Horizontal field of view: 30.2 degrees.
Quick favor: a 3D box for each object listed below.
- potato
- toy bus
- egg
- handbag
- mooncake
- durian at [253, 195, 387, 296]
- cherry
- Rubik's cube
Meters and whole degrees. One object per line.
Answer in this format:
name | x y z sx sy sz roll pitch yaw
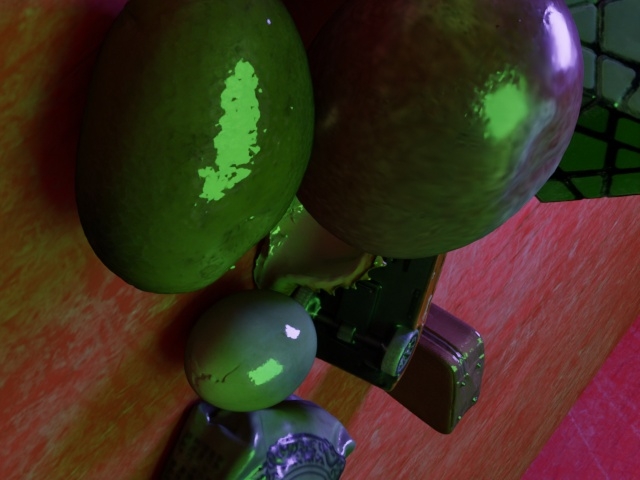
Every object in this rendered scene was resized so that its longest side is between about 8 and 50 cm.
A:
potato | -0.086 -0.082 0.832 0.174 0.159 0.251 -64 163 -61
toy bus | 0.074 -0.011 1.255 0.153 0.143 0.329 -44 153 -52
egg | -0.068 0.105 1.134 0.152 0.114 0.114 -19 135 -51
handbag | 0.138 0.158 1.559 0.072 0.151 0.193 -44 155 -23
mooncake | -0.080 0.293 1.307 0.250 0.136 0.254 10 109 -61
durian | -0.001 -0.010 1.161 0.224 0.140 0.078 -56 -178 45
cherry | 0.093 -0.117 0.941 0.261 0.221 0.307 -53 172 -20
Rubik's cube | 0.292 -0.195 1.299 0.319 0.264 0.319 -44 152 -30
